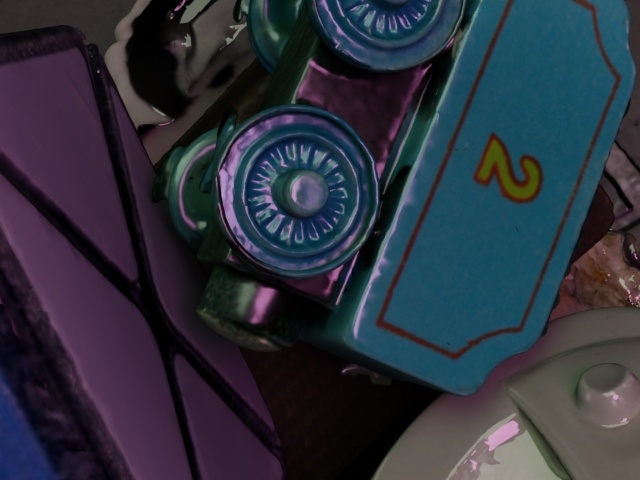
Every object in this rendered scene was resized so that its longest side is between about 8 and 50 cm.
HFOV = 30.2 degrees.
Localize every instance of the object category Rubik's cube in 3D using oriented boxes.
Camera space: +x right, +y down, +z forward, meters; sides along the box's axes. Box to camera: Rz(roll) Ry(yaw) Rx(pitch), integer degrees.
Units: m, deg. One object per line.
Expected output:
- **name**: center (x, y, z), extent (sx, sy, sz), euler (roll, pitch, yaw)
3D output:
- **Rubik's cube**: center (-0.174, 0.075, 0.473), extent (0.259, 0.260, 0.255), euler (-20, 12, 4)

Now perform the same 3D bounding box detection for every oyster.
- **oyster**: center (0.146, 0.046, 0.717), extent (0.191, 0.081, 0.163), euler (30, 66, 25)

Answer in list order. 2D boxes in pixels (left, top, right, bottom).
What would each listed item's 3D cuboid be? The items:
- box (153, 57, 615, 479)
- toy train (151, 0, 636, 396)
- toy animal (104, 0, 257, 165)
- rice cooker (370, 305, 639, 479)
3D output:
- **box**: center (0.000, -0.001, 0.657), extent (0.273, 0.184, 0.143), euler (-45, 13, 9)
- **toy train**: center (0.033, -0.039, 0.494), extent (0.163, 0.112, 0.203), euler (25, 84, -17)
- **toy animal**: center (-0.023, -0.106, 0.786), extent (0.208, 0.204, 0.156), euler (-36, 29, 8)
- **rice cooker**: center (0.151, 0.193, 0.504), extent (0.288, 0.277, 0.288), euler (-7, 59, 12)
